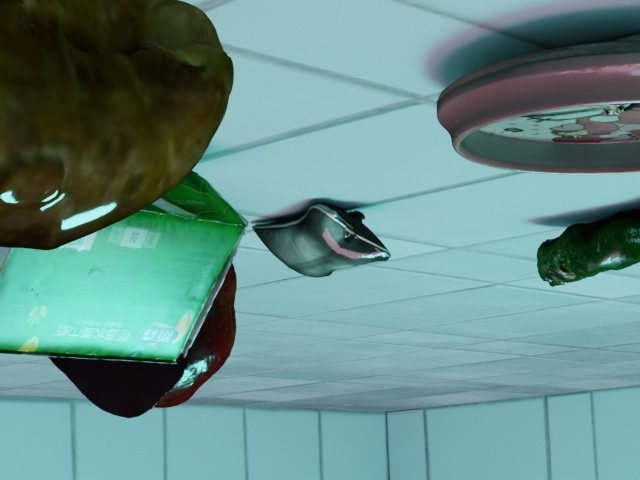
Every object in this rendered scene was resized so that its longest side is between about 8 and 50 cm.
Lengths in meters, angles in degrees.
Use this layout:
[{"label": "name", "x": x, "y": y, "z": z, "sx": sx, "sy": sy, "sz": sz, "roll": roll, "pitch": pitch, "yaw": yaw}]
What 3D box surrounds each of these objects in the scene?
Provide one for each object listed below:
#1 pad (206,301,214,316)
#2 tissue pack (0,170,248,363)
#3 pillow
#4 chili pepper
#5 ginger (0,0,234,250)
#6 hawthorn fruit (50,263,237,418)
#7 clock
[{"label": "pad", "x": -0.187, "y": 0.011, "z": 1.360, "sx": 0.193, "sy": 0.116, "sz": 0.004, "roll": -2, "pitch": 178, "yaw": 0}, {"label": "tissue pack", "x": -0.199, "y": -0.002, "z": 1.246, "sx": 0.209, "sy": 0.148, "sz": 0.156, "roll": 7, "pitch": -154, "yaw": -44}, {"label": "pillow", "x": -0.001, "y": 0.002, "z": 1.516, "sx": 0.091, "sy": 0.055, "sz": 0.136, "roll": 8, "pitch": 164, "yaw": -34}, {"label": "chili pepper", "x": 0.314, "y": -0.002, "z": 1.547, "sx": 0.224, "sy": 0.061, "sz": 0.098, "roll": -16, "pitch": 177, "yaw": 42}, {"label": "ginger", "x": -0.188, "y": -0.080, "z": 0.741, "sx": 0.172, "sy": 0.165, "sz": 0.321, "roll": -35, "pitch": 150, "yaw": 28}, {"label": "hawthorn fruit", "x": -0.172, "y": 0.066, "z": 1.489, "sx": 0.190, "sy": 0.189, "sz": 0.251, "roll": 0, "pitch": 178, "yaw": -10}, {"label": "clock", "x": 0.198, "y": -0.091, "z": 1.055, "sx": 0.244, "sy": 0.056, "sz": 0.244, "roll": -1, "pitch": 172, "yaw": 0}]
